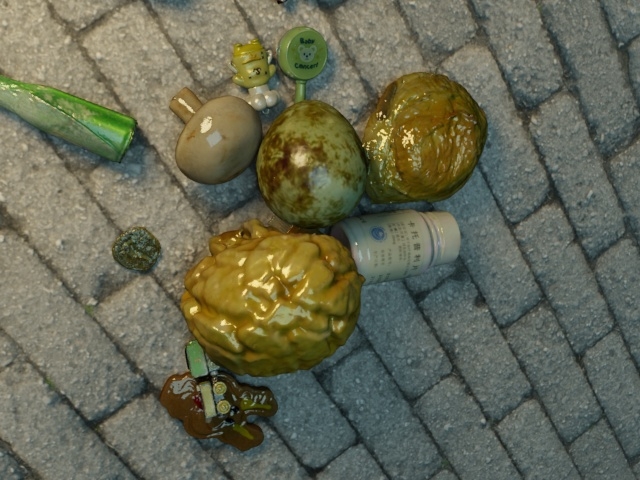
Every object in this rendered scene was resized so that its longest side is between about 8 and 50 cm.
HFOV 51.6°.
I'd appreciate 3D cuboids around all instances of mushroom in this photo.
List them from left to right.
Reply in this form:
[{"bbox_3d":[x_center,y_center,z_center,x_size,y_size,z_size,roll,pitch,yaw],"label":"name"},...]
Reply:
[{"bbox_3d":[-0.238,-0.233,1.410,0.207,0.207,0.215,-44,80,-4],"label":"mushroom"}]

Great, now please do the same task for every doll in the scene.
[{"bbox_3d":[-0.142,-0.357,1.459,0.106,0.062,0.163,-21,110,-15],"label":"doll"}]

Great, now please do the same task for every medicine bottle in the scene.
[{"bbox_3d":[0.180,0.012,1.601,0.292,0.170,0.170,-8,106,-22],"label":"medicine bottle"}]

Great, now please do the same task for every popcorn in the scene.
[{"bbox_3d":[-0.104,0.142,1.445,0.354,0.390,0.344,-48,133,-29],"label":"popcorn"}]

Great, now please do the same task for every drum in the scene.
[{"bbox_3d":[-0.029,-0.356,1.503,0.130,0.049,0.253,-23,121,-23],"label":"drum"}]

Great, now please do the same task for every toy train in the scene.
[{"bbox_3d":[-0.267,0.323,1.561,0.081,0.060,0.202,-12,84,-13],"label":"toy train"}]

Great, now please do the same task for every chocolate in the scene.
[{"bbox_3d":[-0.526,-0.255,1.339,0.291,0.110,0.110,21,96,-19],"label":"chocolate"}]

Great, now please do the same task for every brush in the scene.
[{"bbox_3d":[0.000,0.000,1.625,0.272,0.013,0.103,39,89,-24],"label":"brush"}]

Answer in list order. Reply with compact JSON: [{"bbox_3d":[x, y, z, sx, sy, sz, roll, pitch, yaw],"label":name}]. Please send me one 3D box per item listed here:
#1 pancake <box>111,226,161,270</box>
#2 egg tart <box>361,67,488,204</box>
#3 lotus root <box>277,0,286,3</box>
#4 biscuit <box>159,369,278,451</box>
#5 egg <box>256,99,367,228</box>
[{"bbox_3d":[-0.413,0.022,1.489,0.108,0.017,0.108,-6,109,-17],"label":"pancake"},{"bbox_3d":[0.264,-0.240,1.579,0.351,0.153,0.340,3,99,-25],"label":"egg tart"},{"bbox_3d":[-0.096,-0.586,1.416,0.072,0.063,0.152,3,113,23],"label":"lotus root"},{"bbox_3d":[-0.251,0.414,1.630,0.295,0.044,0.186,21,94,-22],"label":"biscuit"},{"bbox_3d":[-0.021,-0.165,1.417,0.238,0.238,0.290,2,63,-19],"label":"egg"}]
